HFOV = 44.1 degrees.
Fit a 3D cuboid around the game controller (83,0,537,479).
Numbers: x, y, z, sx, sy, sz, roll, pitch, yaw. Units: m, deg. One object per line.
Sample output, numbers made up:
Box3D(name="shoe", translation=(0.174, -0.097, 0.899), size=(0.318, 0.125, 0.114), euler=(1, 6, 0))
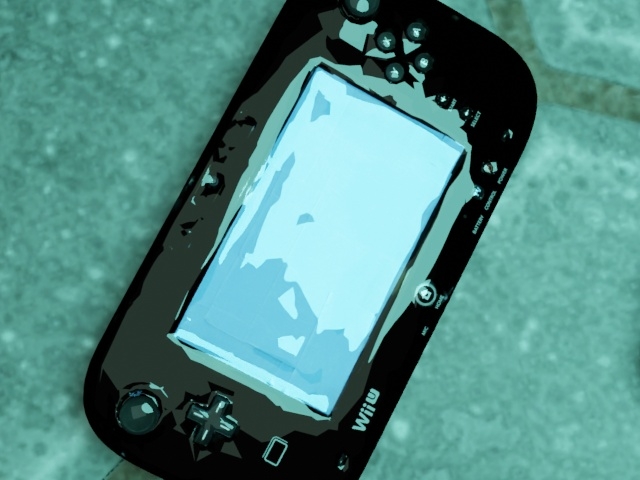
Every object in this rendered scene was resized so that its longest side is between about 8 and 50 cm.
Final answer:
Box3D(name="game controller", translation=(0.000, 0.000, 0.461), size=(0.166, 0.067, 0.319), euler=(27, 85, 3))
